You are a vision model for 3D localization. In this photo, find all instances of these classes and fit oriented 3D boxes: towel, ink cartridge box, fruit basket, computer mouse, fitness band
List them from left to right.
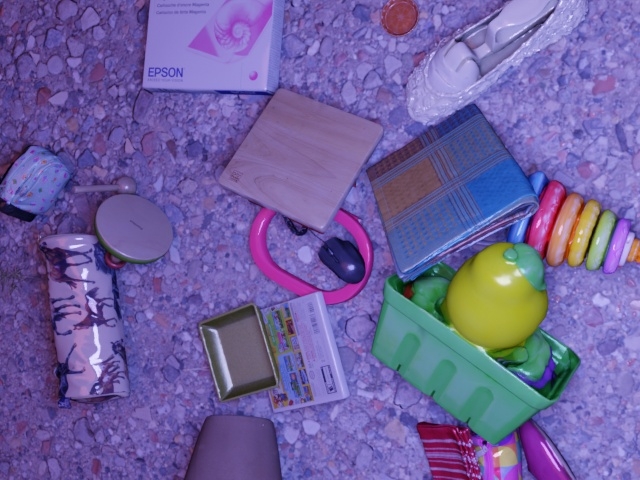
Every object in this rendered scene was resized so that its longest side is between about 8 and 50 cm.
[{"bbox_3d":[-0.241,-0.498,1.783,0.324,0.071,0.330,5,92,22],"label":"ink cartridge box"},{"bbox_3d":[-0.020,0.015,1.698,0.290,0.054,0.209,27,101,21],"label":"fitness band"},{"bbox_3d":[0.000,0.000,1.638,0.242,0.041,0.071,42,107,17],"label":"computer mouse"},{"bbox_3d":[0.229,-0.100,1.469,0.271,0.370,0.040,-30,123,13],"label":"towel"},{"bbox_3d":[0.264,0.482,1.512,0.031,0.199,0.275,-14,84,-19],"label":"towel"},{"bbox_3d":[0.304,0.136,1.438,0.392,0.283,0.392,7,105,28],"label":"fruit basket"}]

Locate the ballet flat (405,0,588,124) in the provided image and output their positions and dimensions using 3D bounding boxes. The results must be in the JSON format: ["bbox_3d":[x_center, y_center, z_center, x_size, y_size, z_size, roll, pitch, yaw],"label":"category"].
[{"bbox_3d":[0.320,-0.383,1.527,0.409,0.147,0.147,-35,77,18],"label":"ballet flat"}]

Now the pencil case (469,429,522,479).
[{"bbox_3d":[0.342,0.474,1.520,0.104,0.104,0.236,-8,87,21],"label":"pencil case"}]

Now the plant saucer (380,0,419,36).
[{"bbox_3d":[0.167,-0.467,1.651,0.083,0.013,0.084,0,89,21],"label":"plant saucer"}]

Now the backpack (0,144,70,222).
[{"bbox_3d":[-0.704,-0.139,1.928,0.115,0.152,0.182,35,89,13],"label":"backpack"}]

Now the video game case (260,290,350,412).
[{"bbox_3d":[-0.050,0.241,1.686,0.206,0.026,0.227,-20,82,37],"label":"video game case"}]

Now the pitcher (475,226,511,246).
[{"bbox_3d":[0.267,-0.039,1.555,0.207,0.125,0.178,-28,94,8],"label":"pitcher"}]

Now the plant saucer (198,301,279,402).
[{"bbox_3d":[-0.170,0.245,1.733,0.188,0.045,0.188,-23,81,36],"label":"plant saucer"}]

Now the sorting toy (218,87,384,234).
[{"bbox_3d":[-0.034,-0.158,1.644,0.257,0.089,0.255,24,72,22],"label":"sorting toy"}]

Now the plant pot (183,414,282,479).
[{"bbox_3d":[-0.184,0.492,1.666,0.263,0.263,0.229,-5,70,21],"label":"plant pot"}]

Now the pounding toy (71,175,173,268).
[{"bbox_3d":[-0.460,-0.024,1.825,0.237,0.183,0.110,54,133,14],"label":"pounding toy"}]

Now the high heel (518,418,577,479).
[{"bbox_3d":[0.415,0.525,1.468,0.181,0.127,0.377,-28,83,8],"label":"high heel"}]

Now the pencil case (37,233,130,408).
[{"bbox_3d":[-0.560,0.178,1.845,0.183,0.160,0.411,-9,86,6],"label":"pencil case"}]

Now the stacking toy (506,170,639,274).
[{"bbox_3d":[0.502,-0.003,1.425,0.301,0.175,0.166,19,94,20],"label":"stacking toy"}]
